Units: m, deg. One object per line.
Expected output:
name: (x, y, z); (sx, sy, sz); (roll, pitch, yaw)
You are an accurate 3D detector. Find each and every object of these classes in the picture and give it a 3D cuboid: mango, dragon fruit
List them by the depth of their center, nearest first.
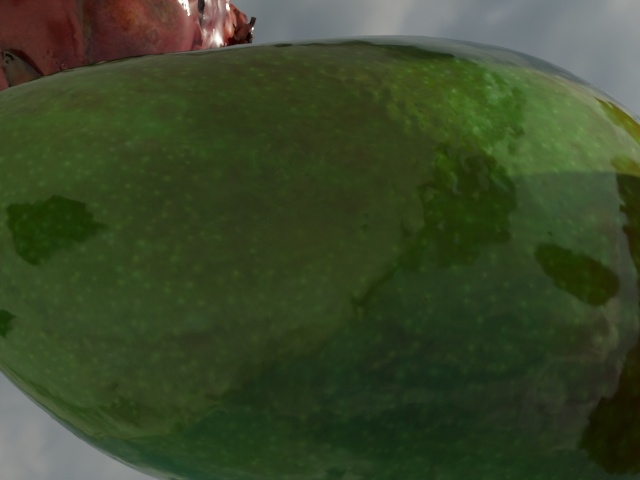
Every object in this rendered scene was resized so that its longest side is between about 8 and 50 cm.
mango: (0.018, 0.012, 0.661); (0.201, 0.382, 0.225); (153, -53, -66)
dragon fruit: (-0.225, -0.192, 1.326); (0.296, 0.301, 0.295); (-28, -147, 21)
